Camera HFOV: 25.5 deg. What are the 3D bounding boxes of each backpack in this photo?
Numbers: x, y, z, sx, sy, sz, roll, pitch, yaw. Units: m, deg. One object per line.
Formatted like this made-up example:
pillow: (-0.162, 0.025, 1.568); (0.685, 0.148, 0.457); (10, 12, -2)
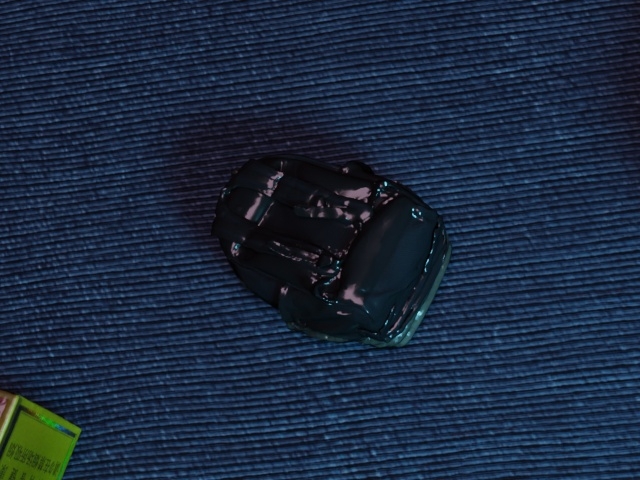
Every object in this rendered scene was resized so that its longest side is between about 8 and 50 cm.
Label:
backpack: (0.000, 0.000, 1.557); (0.258, 0.133, 0.206); (22, 74, 23)

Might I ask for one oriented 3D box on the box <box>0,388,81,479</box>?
box: (-0.372, 0.308, 1.484); (0.084, 0.193, 0.301); (17, 76, 16)
